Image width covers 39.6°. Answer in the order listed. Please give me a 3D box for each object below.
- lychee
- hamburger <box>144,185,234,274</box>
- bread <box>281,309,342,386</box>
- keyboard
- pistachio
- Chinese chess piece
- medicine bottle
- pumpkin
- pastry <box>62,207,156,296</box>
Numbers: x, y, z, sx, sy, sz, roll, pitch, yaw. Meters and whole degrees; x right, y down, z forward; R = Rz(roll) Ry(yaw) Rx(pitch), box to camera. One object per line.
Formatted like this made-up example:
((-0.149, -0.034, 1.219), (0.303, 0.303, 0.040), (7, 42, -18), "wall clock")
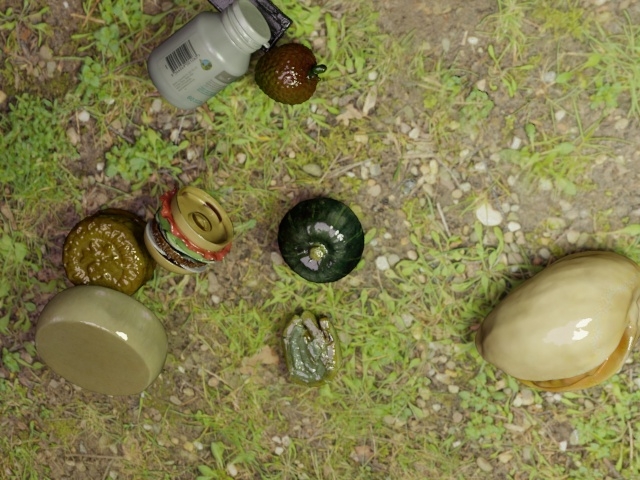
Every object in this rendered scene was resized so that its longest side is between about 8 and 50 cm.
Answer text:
((-0.056, -0.305, 1.622), (0.146, 0.114, 0.114), (9, 106, 30), "lychee")
((-0.261, -0.008, 1.721), (0.175, 0.175, 0.137), (46, 116, 0), "hamburger")
((-0.020, 0.213, 1.763), (0.117, 0.064, 0.156), (-11, 101, 15), "bread")
((-0.168, -0.461, 1.661), (0.250, 0.017, 0.087), (43, 108, 1), "keyboard")
((0.433, 0.143, 1.563), (0.309, 0.230, 0.230), (-32, 94, 24), "pistachio")
((-0.440, 0.205, 1.791), (0.273, 0.102, 0.273), (9, 137, 9), "Chinese chess piece")
((-0.200, -0.346, 1.628), (0.215, 0.135, 0.135), (-31, 94, 24), "medicine bottle")
((0.000, -0.001, 1.674), (0.167, 0.125, 0.167), (6, 102, 30), "pumpkin")
((-0.427, 0.030, 1.801), (0.188, 0.103, 0.189), (3, 104, 14), "pastry")
